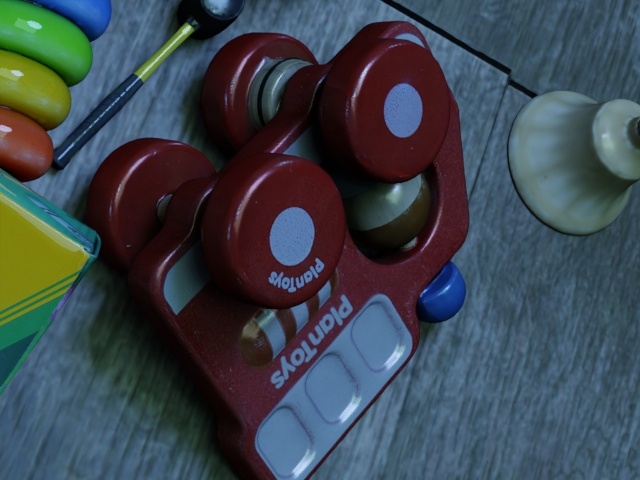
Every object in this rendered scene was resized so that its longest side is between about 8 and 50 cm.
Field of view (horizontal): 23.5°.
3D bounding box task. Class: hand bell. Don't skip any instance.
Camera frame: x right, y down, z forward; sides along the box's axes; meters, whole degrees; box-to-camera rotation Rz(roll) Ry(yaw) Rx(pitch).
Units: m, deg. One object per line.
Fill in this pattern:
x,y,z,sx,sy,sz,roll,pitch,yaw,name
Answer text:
0.263,-0.090,1.193,0.126,0.242,0.126,6,75,-25,hand bell

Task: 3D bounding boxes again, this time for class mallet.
-0.130,-0.120,1.120,0.039,0.062,0.189,46,77,-10,mallet

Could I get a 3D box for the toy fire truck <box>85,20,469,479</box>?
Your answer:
0.000,0.000,1.102,0.302,0.169,0.254,-47,125,-27,toy fire truck

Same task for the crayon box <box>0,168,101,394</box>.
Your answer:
-0.291,-0.008,0.911,0.278,0.081,0.165,35,94,-9,crayon box

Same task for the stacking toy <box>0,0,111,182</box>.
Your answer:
-0.210,-0.125,1.035,0.141,0.141,0.330,19,78,-23,stacking toy
